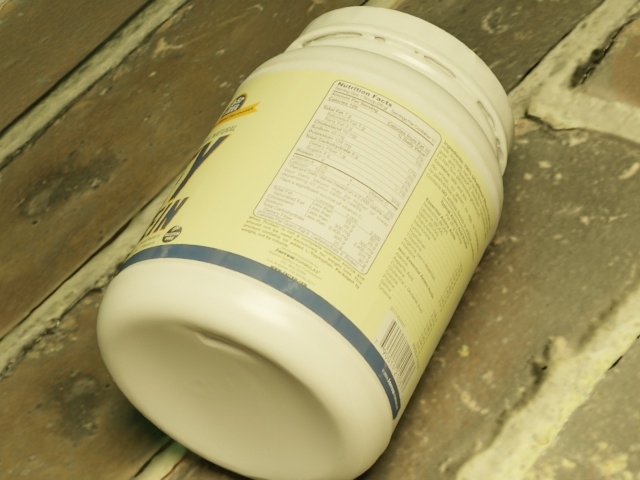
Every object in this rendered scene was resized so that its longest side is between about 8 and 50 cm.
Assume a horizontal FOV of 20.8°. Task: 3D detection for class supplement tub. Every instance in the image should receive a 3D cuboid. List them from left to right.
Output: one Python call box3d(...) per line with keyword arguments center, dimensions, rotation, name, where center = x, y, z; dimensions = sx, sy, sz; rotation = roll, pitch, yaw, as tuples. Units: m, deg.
box3d(center=(0.000, 0.000, 1.340), dimensions=(0.235, 0.235, 0.325), rotation=(5, 49, 33), name="supplement tub")
